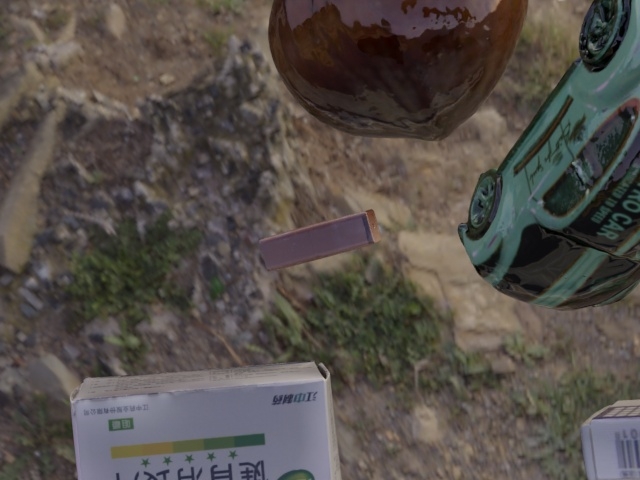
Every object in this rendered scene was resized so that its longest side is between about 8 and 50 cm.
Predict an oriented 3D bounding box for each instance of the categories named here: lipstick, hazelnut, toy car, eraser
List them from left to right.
[{"bbox_3d":[0.000,0.000,1.593,0.145,0.045,0.045,-15,94,18],"label":"lipstick"},{"bbox_3d":[0.107,-0.326,1.844,0.359,0.409,0.359,18,57,-29],"label":"hazelnut"},{"bbox_3d":[0.207,-0.042,0.862,0.136,0.306,0.125,15,44,-15],"label":"toy car"},{"bbox_3d":[0.451,0.226,1.452,0.279,0.124,0.081,-7,92,29],"label":"eraser"}]

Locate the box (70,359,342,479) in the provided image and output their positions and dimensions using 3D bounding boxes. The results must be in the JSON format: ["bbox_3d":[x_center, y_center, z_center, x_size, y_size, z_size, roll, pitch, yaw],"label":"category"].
[{"bbox_3d":[-0.140,0.257,1.614,0.333,0.145,0.173,-4,96,-5],"label":"box"}]
